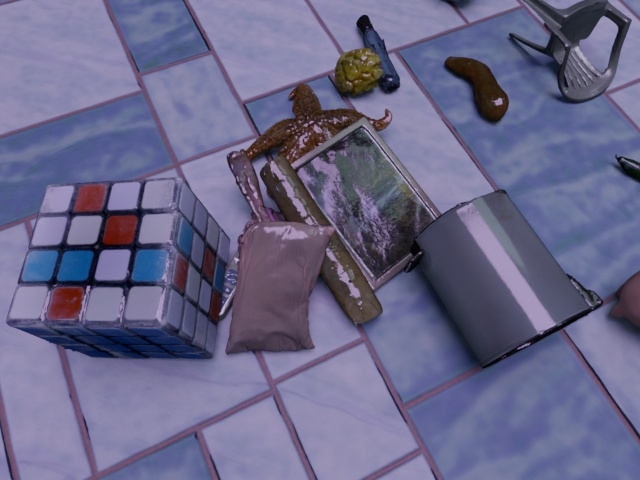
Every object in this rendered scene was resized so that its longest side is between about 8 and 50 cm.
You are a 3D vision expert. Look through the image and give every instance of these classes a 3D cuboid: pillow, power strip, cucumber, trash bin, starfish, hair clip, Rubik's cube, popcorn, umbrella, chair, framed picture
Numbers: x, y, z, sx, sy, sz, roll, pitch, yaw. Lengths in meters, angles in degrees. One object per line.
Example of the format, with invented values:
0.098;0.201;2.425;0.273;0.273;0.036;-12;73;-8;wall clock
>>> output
-0.077;0.094;0.934;0.173;0.067;0.270;7;97;-6;pillow
-0.179;0.083;1.010;0.047;0.030;0.191;24;66;8;power strip
0.758;-0.157;1.161;0.155;0.037;0.037;34;68;11;cucumber
0.327;0.073;0.932;0.277;0.217;0.262;-22;67;-11;trash bin
-0.016;-0.247;1.143;0.375;0.094;0.327;-8;67;0;starfish
-0.116;-0.044;1.028;0.173;0.069;0.300;-23;83;-28;hair clip
-0.327;0.061;0.875;0.256;0.259;0.253;-1;67;8;Rubik's cube
0.093;-0.419;1.230;0.116;0.120;0.106;27;24;-16;popcorn
0.150;-0.491;1.288;0.053;0.052;0.250;-12;66;-10;umbrella
0.636;-0.517;1.264;0.203;0.190;0.274;-22;59;-11;chair
0.102;-0.085;1.064;0.240;0.020;0.324;-34;84;-16;framed picture

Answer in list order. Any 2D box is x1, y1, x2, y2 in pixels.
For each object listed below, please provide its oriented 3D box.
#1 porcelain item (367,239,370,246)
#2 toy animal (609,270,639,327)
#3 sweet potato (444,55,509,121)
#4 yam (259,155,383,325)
0.034;0.010;1.058;0.136;0.021;0.075;18;65;6;porcelain item
0.706;0.148;0.947;0.250;0.154;0.166;34;59;10;toy animal
0.403;-0.396;1.251;0.081;0.062;0.233;-21;64;-10;sweet potato
0.000;0.000;0.990;0.083;0.083;0.371;-30;84;-15;yam
